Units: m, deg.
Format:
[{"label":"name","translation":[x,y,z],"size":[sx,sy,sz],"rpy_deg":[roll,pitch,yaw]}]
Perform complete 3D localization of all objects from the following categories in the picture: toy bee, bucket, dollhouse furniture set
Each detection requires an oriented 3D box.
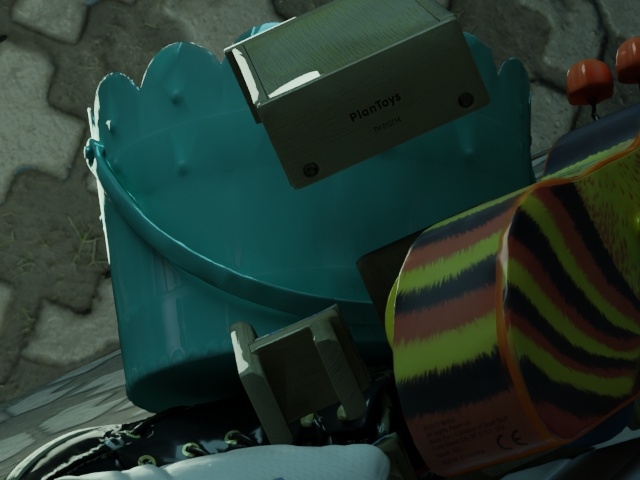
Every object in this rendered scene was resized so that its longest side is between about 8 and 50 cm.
[{"label":"toy bee","translation":[0.113,0.001,0.773],"size":[0.195,0.162,0.298],"rpy_deg":[-20,-10,15]},{"label":"bucket","translation":[0.000,0.000,1.138],"size":[0.281,0.183,0.281],"rpy_deg":[-4,-16,-1]},{"label":"dollhouse furniture set","translation":[0.054,0.005,0.943],"size":[0.212,0.242,0.161],"rpy_deg":[-24,17,0]}]

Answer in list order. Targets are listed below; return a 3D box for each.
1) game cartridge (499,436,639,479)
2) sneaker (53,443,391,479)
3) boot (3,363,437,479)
[{"label":"game cartridge","translation":[0.085,0.124,0.563],"size":[0.230,0.068,0.355],"rpy_deg":[-26,0,31]},{"label":"sneaker","translation":[-0.051,0.142,0.763],"size":[0.129,0.111,0.297],"rpy_deg":[-14,-7,-19]},{"label":"boot","translation":[-0.046,0.122,1.032],"size":[0.178,0.085,0.236],"rpy_deg":[-19,-5,38]}]
